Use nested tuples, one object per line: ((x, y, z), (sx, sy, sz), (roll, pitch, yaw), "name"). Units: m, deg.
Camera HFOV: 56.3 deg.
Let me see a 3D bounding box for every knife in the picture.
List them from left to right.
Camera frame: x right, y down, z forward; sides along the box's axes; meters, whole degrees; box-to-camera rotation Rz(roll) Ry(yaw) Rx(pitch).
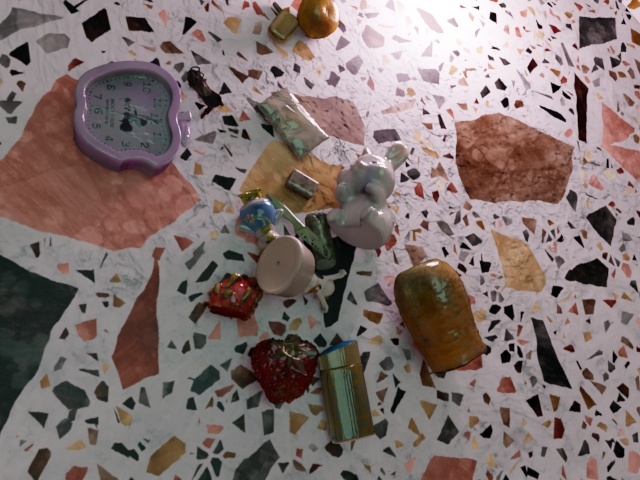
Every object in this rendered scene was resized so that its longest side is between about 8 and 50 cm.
((-0.070, -0.043, 1.845), (0.293, 0.020, 0.043), (43, 96, 13), "knife")

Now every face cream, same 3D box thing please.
((0.073, 0.444, 1.773), (0.139, 0.067, 0.284), (-4, 77, -25), "face cream")

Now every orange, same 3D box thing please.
((-0.010, -0.778, 2.076), (0.155, 0.134, 0.154), (-4, 98, -34), "orange")

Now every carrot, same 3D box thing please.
((0.369, 0.234, 1.877), (0.224, 0.224, 0.340), (-22, 87, -27), "carrot")

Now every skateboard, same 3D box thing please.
((-0.363, -0.474, 1.854), (0.067, 0.080, 0.151), (-37, 89, -22), "skateboard")

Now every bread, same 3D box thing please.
((-0.130, -0.725, 2.043), (0.082, 0.056, 0.115), (34, 72, -13), "bread")

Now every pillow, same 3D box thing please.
((-0.092, -0.385, 1.962), (0.148, 0.050, 0.229), (-42, 96, -23), "pillow")

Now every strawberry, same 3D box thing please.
((-0.103, 0.366, 1.675), (0.187, 0.184, 0.201), (-19, 125, -54), "strawberry")

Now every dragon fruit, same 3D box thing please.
((-0.232, 0.156, 1.702), (0.208, 0.133, 0.149), (-34, 116, -44), "dragon fruit")

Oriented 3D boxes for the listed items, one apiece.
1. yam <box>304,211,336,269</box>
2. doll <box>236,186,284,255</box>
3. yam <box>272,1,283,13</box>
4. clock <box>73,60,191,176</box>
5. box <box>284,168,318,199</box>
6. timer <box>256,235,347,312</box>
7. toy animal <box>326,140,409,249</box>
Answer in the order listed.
((0.000, 0.000, 1.871), (0.078, 0.078, 0.179), (-6, 78, -25), "yam")
((-0.170, -0.039, 1.797), (0.135, 0.099, 0.241), (-17, 79, -47), "doll")
((-0.125, -0.783, 2.082), (0.116, 0.021, 0.021), (49, 62, -5), "yam")
((-0.543, -0.354, 1.730), (0.339, 0.102, 0.338), (7, 72, -22), "clock")
((-0.060, -0.178, 1.915), (0.098, 0.045, 0.062), (28, 67, -15), "box")
((-0.039, 0.113, 1.755), (0.266, 0.175, 0.175), (31, 61, -44), "timer")
((0.168, -0.158, 1.929), (0.241, 0.196, 0.367), (36, 59, -52), "toy animal")
